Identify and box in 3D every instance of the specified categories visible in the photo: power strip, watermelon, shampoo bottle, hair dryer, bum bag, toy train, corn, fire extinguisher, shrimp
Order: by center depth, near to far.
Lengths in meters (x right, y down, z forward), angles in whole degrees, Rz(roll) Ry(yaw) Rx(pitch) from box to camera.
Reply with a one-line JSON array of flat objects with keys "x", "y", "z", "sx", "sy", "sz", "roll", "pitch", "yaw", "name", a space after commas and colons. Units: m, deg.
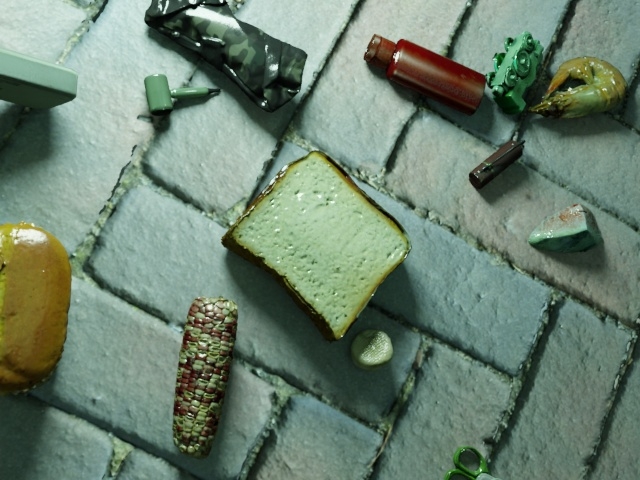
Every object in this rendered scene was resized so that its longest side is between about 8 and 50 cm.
[{"x": -0.576, "y": -0.281, "z": 1.309, "sx": 0.264, "sy": 0.193, "sz": 0.059, "roll": 8, "pitch": 78, "yaw": -52, "name": "power strip"}, {"x": -0.209, "y": 0.242, "z": 1.371, "sx": 0.098, "sy": 0.098, "sz": 0.290, "roll": 9, "pitch": 81, "yaw": -14, "name": "corn"}, {"x": -0.263, "y": -0.285, "z": 1.480, "sx": 0.150, "sy": 0.047, "sz": 0.071, "roll": -10, "pitch": 85, "yaw": -28, "name": "hair dryer"}, {"x": -0.178, "y": -0.390, "z": 1.491, "sx": 0.340, "sy": 0.095, "sz": 0.144, "roll": 35, "pitch": 76, "yaw": 0, "name": "bum bag"}, {"x": 0.219, "y": -0.357, "z": 1.611, "sx": 0.260, "sy": 0.064, "sz": 0.102, "roll": 22, "pitch": 68, "yaw": -11, "name": "shampoo bottle"}, {"x": 0.386, "y": -0.173, "z": 1.624, "sx": 0.157, "sy": 0.078, "sz": 0.045, "roll": -37, "pitch": 87, "yaw": -14, "name": "fire extinguisher"}, {"x": 0.538, "y": -0.023, "z": 1.655, "sx": 0.180, "sy": 0.081, "sz": 0.094, "roll": -18, "pitch": 60, "yaw": -23, "name": "watermelon"}, {"x": 0.429, "y": -0.371, "z": 1.666, "sx": 0.104, "sy": 0.071, "sz": 0.178, "roll": 42, "pitch": 67, "yaw": -31, "name": "toy train"}, {"x": 0.572, "y": -0.337, "z": 1.712, "sx": 0.267, "sy": 0.061, "sz": 0.145, "roll": -25, "pitch": 79, "yaw": -15, "name": "shrimp"}]

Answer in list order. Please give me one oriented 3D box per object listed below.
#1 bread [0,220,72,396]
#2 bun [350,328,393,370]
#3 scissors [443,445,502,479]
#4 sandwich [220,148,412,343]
[{"x": -0.522, "y": 0.112, "z": 1.272, "sx": 0.204, "sy": 0.156, "sz": 0.288, "roll": 8, "pitch": 77, "yaw": -17, "name": "bread"}, {"x": 0.099, "y": 0.214, "z": 1.482, "sx": 0.086, "sy": 0.055, "sz": 0.086, "roll": -2, "pitch": 61, "yaw": 4, "name": "bun"}, {"x": 0.345, "y": 0.491, "z": 1.518, "sx": 0.204, "sy": 0.027, "sz": 0.101, "roll": 29, "pitch": 77, "yaw": -7, "name": "scissors"}, {"x": 0.000, "y": 0.000, "z": 1.471, "sx": 0.301, "sy": 0.099, "sz": 0.271, "roll": 43, "pitch": 67, "yaw": -2, "name": "sandwich"}]
